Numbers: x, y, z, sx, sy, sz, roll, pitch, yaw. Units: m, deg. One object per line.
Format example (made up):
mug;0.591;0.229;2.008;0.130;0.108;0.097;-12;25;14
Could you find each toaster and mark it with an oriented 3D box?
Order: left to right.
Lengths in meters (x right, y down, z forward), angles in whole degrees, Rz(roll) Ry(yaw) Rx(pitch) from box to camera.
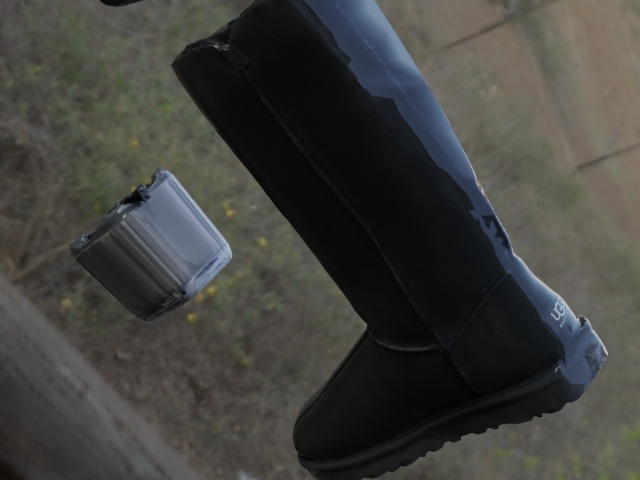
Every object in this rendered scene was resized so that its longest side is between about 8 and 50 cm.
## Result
toaster;-0.209;0.008;1.682;0.146;0.227;0.129;48;58;-8

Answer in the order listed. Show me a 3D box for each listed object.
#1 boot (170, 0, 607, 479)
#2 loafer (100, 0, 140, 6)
boot;0.002;-0.001;1.253;0.445;0.367;0.146;51;37;-15
loafer;-0.221;-0.362;1.804;0.061;0.170;0.062;-4;78;-87
